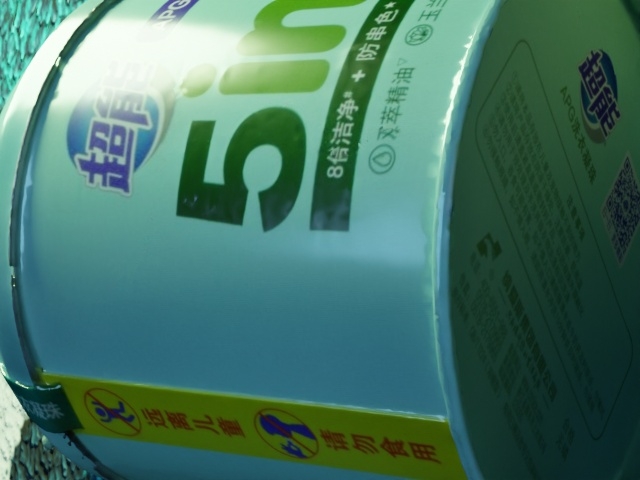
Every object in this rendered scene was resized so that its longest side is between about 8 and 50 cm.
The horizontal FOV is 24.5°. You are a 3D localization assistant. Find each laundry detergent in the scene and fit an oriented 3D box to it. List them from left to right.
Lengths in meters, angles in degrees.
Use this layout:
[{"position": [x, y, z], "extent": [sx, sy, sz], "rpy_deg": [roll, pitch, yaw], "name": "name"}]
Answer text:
[{"position": [0.000, 0.000, 0.761], "extent": [0.305, 0.287, 0.287], "rpy_deg": [2, 85, 33], "name": "laundry detergent"}]

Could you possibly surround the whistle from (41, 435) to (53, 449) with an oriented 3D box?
[{"position": [-0.126, 0.050, 1.108], "extent": [0.312, 0.062, 0.062], "rpy_deg": [-48, 51, 31], "name": "whistle"}]
